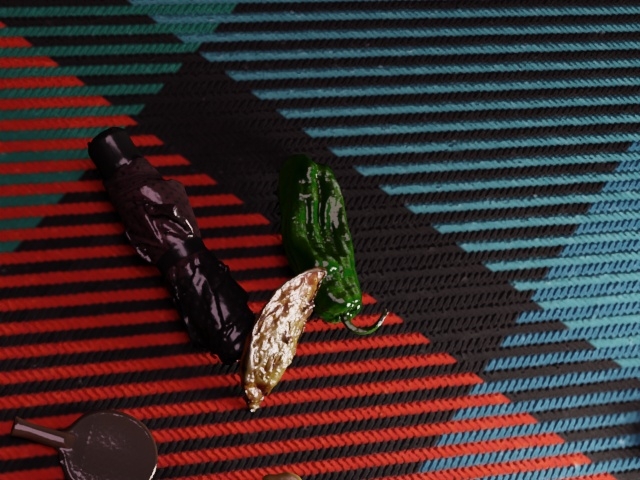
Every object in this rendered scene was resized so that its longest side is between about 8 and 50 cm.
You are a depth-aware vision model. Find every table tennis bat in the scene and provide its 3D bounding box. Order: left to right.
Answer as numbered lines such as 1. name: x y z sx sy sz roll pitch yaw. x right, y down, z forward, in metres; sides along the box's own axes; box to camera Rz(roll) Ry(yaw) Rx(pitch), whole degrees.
1. table tennis bat: -0.251 0.214 1.668 0.169 0.119 0.108 18 61 -10

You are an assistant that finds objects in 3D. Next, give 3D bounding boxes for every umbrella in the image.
1. umbrella: -0.175 0.003 1.810 0.090 0.094 0.326 -36 79 17

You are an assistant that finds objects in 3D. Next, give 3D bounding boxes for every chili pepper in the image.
1. chili pepper: 0.001 0.002 1.872 0.100 0.074 0.257 -1 67 -28

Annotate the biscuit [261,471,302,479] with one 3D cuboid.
1. biscuit: -0.068 0.366 1.649 0.166 0.036 0.225 40 88 7

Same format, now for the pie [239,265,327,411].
1. pie: -0.050 0.109 1.764 0.033 0.088 0.191 23 85 37
